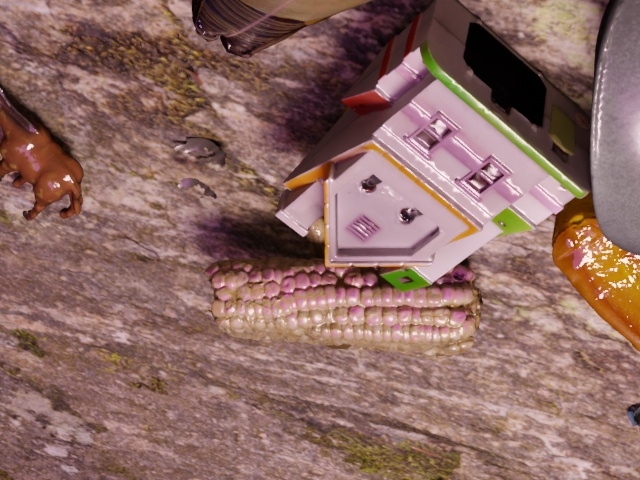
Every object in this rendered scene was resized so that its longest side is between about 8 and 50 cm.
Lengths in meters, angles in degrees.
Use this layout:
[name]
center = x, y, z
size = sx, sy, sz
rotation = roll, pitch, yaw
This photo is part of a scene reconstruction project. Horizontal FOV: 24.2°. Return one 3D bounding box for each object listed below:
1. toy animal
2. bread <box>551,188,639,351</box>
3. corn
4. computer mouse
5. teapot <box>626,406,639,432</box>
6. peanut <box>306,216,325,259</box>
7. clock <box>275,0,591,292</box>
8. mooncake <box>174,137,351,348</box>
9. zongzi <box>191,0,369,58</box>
[toy animal]
center = -0.374, -0.135, 1.819
size = 0.224, 0.066, 0.230
rotation = 38, 147, 9
[bread]
center = 0.359, 0.045, 1.701
size = 0.102, 0.094, 0.245
rotation = -30, 117, 33
[corn]
center = 0.027, 0.072, 1.792
size = 0.335, 0.127, 0.127
rotation = 4, 135, 1
[computer mouse]
center = 0.366, -0.119, 1.484
size = 0.203, 0.114, 0.374
rotation = -4, 128, 4
[teapot]
center = 0.431, 0.241, 1.904
size = 0.049, 0.063, 0.083
rotation = -31, 119, 4
[peanut]
center = 0.000, 0.000, 1.829
size = 0.037, 0.037, 0.083
rotation = -1, 137, 21
[clock]
center = 0.103, -0.081, 1.622
size = 0.235, 0.166, 0.309
rotation = 38, 126, -18
[mooncake]
center = -0.063, 0.019, 1.854
size = 0.150, 0.057, 0.347
rotation = -11, 126, 13
[zongzi]
center = 0.052, -0.264, 1.480
size = 0.317, 0.154, 0.289
rotation = 22, 144, -10
